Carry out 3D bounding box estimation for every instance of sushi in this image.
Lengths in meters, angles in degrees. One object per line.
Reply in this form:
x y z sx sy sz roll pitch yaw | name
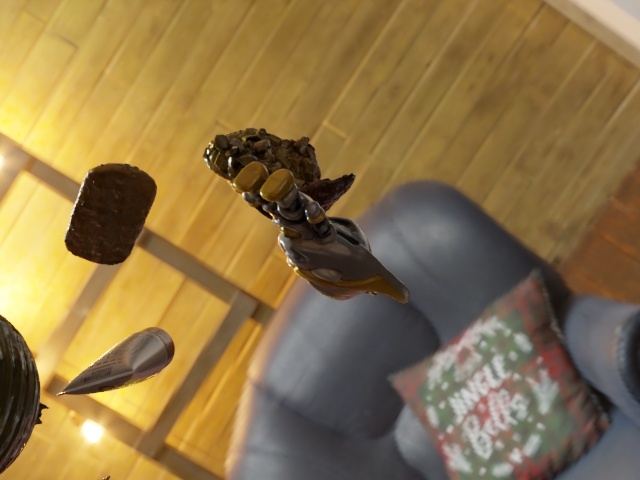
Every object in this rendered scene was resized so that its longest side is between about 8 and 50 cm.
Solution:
-0.090 -0.133 2.218 0.166 0.296 0.179 -33 -37 -26 | sushi

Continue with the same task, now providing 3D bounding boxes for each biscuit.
-0.344 -0.039 1.920 0.247 0.118 0.029 121 162 -45 | biscuit

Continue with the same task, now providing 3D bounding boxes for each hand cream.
-0.343 0.219 2.104 0.139 0.089 0.314 -17 1 16 | hand cream

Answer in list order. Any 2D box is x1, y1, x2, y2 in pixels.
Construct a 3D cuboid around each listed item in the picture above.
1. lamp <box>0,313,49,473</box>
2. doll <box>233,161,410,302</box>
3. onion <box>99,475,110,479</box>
-0.441 0.189 1.416 0.250 0.284 0.250 -11 70 30 | lamp
0.003 0.002 1.561 0.145 0.316 0.103 -8 55 28 | doll
-0.399 0.522 1.958 0.200 0.207 0.200 -27 -18 -9 | onion
